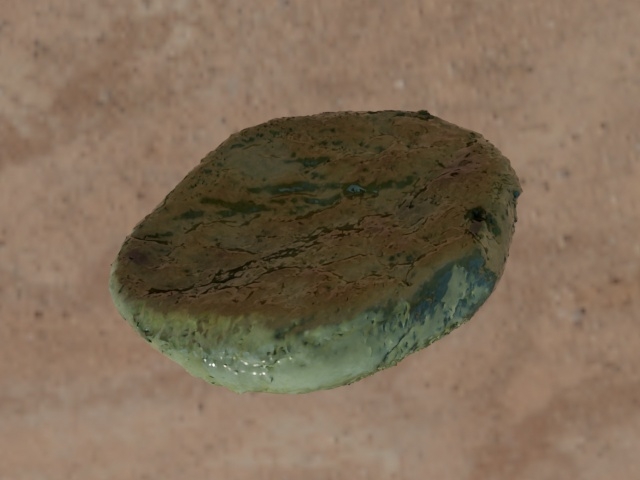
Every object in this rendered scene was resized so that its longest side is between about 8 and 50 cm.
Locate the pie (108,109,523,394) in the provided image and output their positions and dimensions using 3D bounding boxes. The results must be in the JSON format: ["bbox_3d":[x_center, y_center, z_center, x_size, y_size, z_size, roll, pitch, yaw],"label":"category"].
[{"bbox_3d":[0.000,0.000,0.810,0.186,0.187,0.041,-12,124,9],"label":"pie"}]
